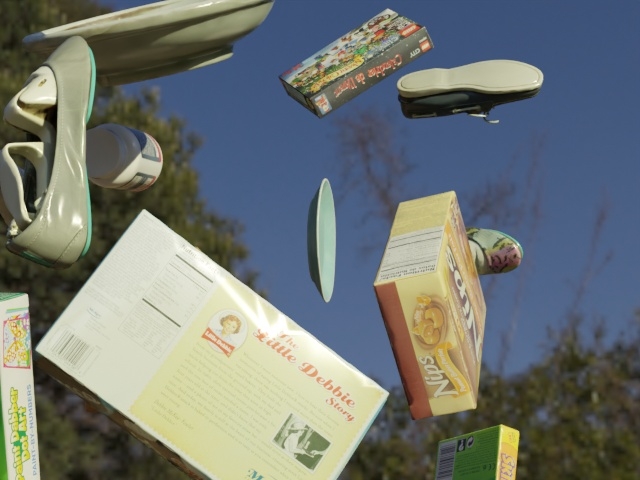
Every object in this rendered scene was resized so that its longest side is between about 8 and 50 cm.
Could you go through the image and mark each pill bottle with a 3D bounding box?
[{"bbox_3d":[-0.338,-0.138,2.369,0.108,0.108,0.180,-7,-4,11],"label":"pill bottle"}]

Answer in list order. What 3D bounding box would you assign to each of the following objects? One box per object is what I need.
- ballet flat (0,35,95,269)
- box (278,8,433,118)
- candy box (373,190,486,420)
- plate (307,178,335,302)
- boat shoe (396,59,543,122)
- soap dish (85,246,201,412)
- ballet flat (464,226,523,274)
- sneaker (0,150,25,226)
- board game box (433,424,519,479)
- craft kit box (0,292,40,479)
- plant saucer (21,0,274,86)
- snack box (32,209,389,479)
[{"bbox_3d":[-0.212,-0.079,1.099,0.068,0.213,0.072,16,-36,-33],"label":"ballet flat"},{"bbox_3d":[0.059,-0.305,2.445,0.233,0.159,0.044,-33,-62,-8],"label":"box"},{"bbox_3d":[0.145,0.074,1.817,0.087,0.183,0.316,-13,17,13],"label":"candy box"},{"bbox_3d":[0.000,0.000,2.165,0.024,0.188,0.188,0,-24,8],"label":"plate"},{"bbox_3d":[0.261,-0.253,2.488,0.254,0.095,0.079,-6,-53,10],"label":"boat shoe"},{"bbox_3d":[-0.297,0.162,2.534,0.118,0.229,0.291,18,27,32],"label":"soap dish"},{"bbox_3d":[0.215,0.013,2.228,0.079,0.077,0.221,-23,27,-31],"label":"ballet flat"},{"bbox_3d":[-0.489,-0.092,2.234,0.085,0.086,0.237,1,-33,19],"label":"sneaker"},{"bbox_3d":[0.165,0.345,1.615,0.039,0.259,0.124,23,-27,-24],"label":"board game box"},{"bbox_3d":[-0.387,0.172,1.368,0.250,0.246,0.061,0,10,24],"label":"craft kit box"},{"bbox_3d":[-0.245,-0.305,2.166,0.400,0.100,0.400,-12,13,3],"label":"plant saucer"},{"bbox_3d":[-0.109,0.139,1.454,0.322,0.187,0.060,37,-23,-5],"label":"snack box"}]
